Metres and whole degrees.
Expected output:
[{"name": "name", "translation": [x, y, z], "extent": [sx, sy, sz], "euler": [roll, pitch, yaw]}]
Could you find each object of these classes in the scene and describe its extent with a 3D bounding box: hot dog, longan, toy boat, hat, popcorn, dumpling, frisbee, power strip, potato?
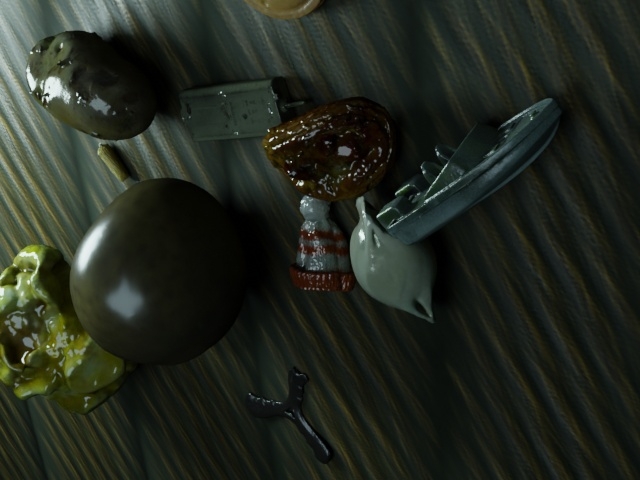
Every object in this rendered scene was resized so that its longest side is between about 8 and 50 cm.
[{"name": "hot dog", "translation": [0.013, -0.137, 1.644], "extent": [0.160, 0.099, 0.227], "euler": [38, 140, -24]}, {"name": "longan", "translation": [-0.272, 0.056, 1.873], "extent": [0.319, 0.319, 0.319], "euler": [21, 127, 31]}, {"name": "toy boat", "translation": [0.205, -0.103, 1.475], "extent": [0.092, 0.141, 0.319], "euler": [47, 136, -7]}, {"name": "hat", "translation": [0.000, 0.000, 1.773], "extent": [0.112, 0.093, 0.162], "euler": [5, 100, 28]}, {"name": "popcorn", "translation": [-0.526, 0.181, 2.237], "extent": [0.334, 0.293, 0.292], "euler": [35, 100, -19]}, {"name": "dumpling", "translation": [0.106, 0.025, 1.667], "extent": [0.229, 0.124, 0.151], "euler": [64, 175, -21]}, {"name": "frisbee", "translation": [-0.057, 0.306, 2.047], "extent": [0.211, 0.012, 0.187], "euler": [28, 130, 27]}, {"name": "power strip", "translation": [-0.123, -0.210, 1.771], "extent": [0.268, 0.034, 0.092], "euler": [0, 114, 41]}, {"name": "potato", "translation": [-0.392, -0.259, 1.895], "extent": [0.262, 0.165, 0.165], "euler": [37, 134, 23]}]

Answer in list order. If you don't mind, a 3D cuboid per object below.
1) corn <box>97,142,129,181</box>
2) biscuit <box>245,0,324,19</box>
[{"name": "corn", "translation": [-0.386, -0.147, 2.047], "extent": [0.027, 0.028, 0.083], "euler": [-32, 96, 41]}, {"name": "biscuit", "translation": [-0.088, -0.455, 1.589], "extent": [0.202, 0.044, 0.288], "euler": [-19, 104, 46]}]
